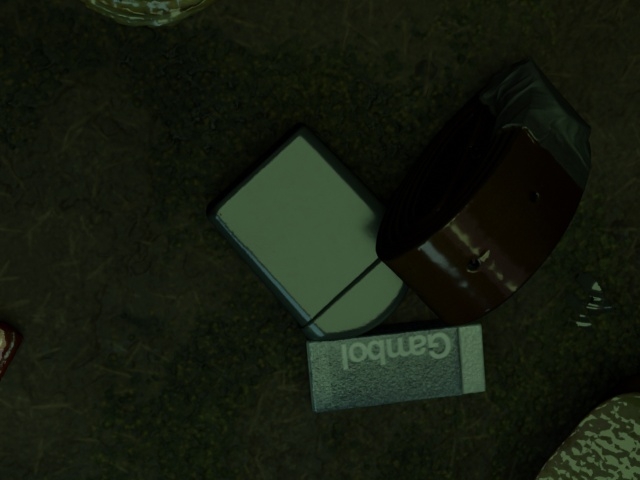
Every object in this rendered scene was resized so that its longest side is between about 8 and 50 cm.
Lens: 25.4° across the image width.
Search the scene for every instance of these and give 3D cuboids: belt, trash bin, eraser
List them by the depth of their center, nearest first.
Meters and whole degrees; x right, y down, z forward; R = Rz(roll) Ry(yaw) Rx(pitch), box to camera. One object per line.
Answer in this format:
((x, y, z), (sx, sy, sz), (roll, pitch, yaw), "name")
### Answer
((0.184, -0.060, 1.564), (0.122, 0.339, 0.217), (45, 133, -14), "belt")
((0.000, 0.000, 1.653), (0.177, 0.101, 0.236), (-43, 100, 4), "trash bin")
((0.089, 0.149, 1.714), (0.212, 0.046, 0.092), (-6, 101, -5), "eraser")

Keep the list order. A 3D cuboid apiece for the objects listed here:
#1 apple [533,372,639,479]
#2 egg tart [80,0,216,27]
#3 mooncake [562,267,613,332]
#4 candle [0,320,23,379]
((0.412, 0.347, 1.669), (0.329, 0.295, 0.365), (7, 98, -34), "apple")
((-0.190, -0.381, 1.558), (0.291, 0.107, 0.291), (-1, 101, -6), "egg tart")
((0.258, 0.206, 1.737), (0.150, 0.057, 0.347), (41, 91, -24), "mooncake")
((-0.443, 0.239, 1.675), (0.051, 0.048, 0.329), (24, 99, -51), "candle")
